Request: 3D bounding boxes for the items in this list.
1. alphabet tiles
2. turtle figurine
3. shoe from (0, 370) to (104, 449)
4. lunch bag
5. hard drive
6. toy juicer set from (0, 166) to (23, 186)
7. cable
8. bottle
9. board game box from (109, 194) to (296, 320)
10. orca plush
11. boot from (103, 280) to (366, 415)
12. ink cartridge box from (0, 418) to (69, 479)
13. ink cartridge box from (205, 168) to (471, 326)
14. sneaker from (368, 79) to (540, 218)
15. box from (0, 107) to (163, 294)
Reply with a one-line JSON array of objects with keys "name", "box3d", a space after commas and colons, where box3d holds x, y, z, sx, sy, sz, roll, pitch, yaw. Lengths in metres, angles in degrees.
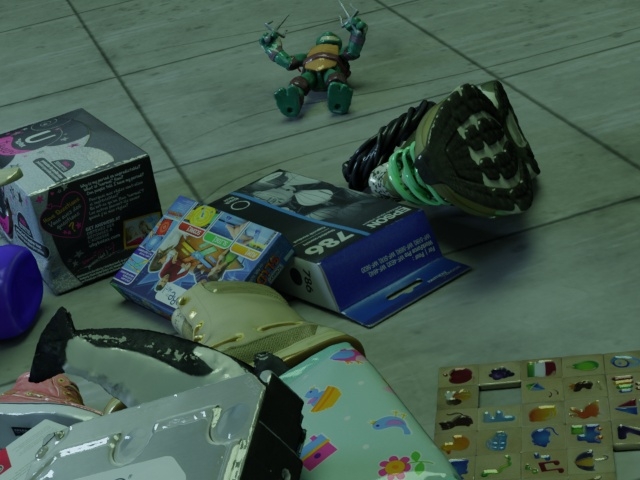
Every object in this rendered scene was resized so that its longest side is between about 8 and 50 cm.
[{"name": "alphabet tiles", "box3d": [0.199, 0.168, 1.291, 0.198, 0.009, 0.237, -6, 25, 10]}, {"name": "turtle figurine", "box3d": [0.001, -0.278, 2.205, 0.175, 0.118, 0.234, -18, 37, 20]}, {"name": "shoe", "box3d": [-0.250, 0.166, 1.409, 0.178, 0.063, 0.081, 1, 31, 33]}, {"name": "lunch bag", "box3d": [-0.027, 0.228, 1.080, 0.262, 0.160, 0.223, -29, 31, -6]}, {"name": "hard drive", "box3d": [-0.144, 0.255, 0.960, 0.237, 0.064, 0.339, -18, 38, 34]}, {"name": "toy juicer set", "box3d": [-0.466, 0.049, 1.586, 0.209, 0.089, 0.329, 16, 66, 39]}, {"name": "cable", "box3d": [0.090, -0.120, 1.813, 0.150, 0.047, 0.184, -39, -1, 7]}, {"name": "bottle", "box3d": [-0.469, 0.068, 1.675, 0.282, 0.092, 0.118, -5, 31, 12]}, {"name": "board game box", "box3d": [-0.135, 0.030, 1.621, 0.201, 0.035, 0.136, 21, 68, 49]}, {"name": "orca plush", "box3d": [-0.111, 0.149, 1.255, 0.287, 0.151, 0.102, 15, 5, -1]}, {"name": "boot", "box3d": [-0.114, 0.120, 1.414, 0.262, 0.095, 0.203, -19, 26, -23]}, {"name": "ink cartridge box", "box3d": [-0.224, 0.225, 1.272, 0.150, 0.063, 0.109, 12, 33, 38]}, {"name": "ink cartridge box", "box3d": [0.000, 0.000, 1.671, 0.165, 0.065, 0.332, -28, 30, -34]}, {"name": "sneaker", "box3d": [0.140, -0.078, 1.670, 0.182, 0.158, 0.410, -26, -1, 16]}, {"name": "box", "box3d": [-0.318, -0.057, 1.825, 0.163, 0.142, 0.247, -21, 26, -21]}]
